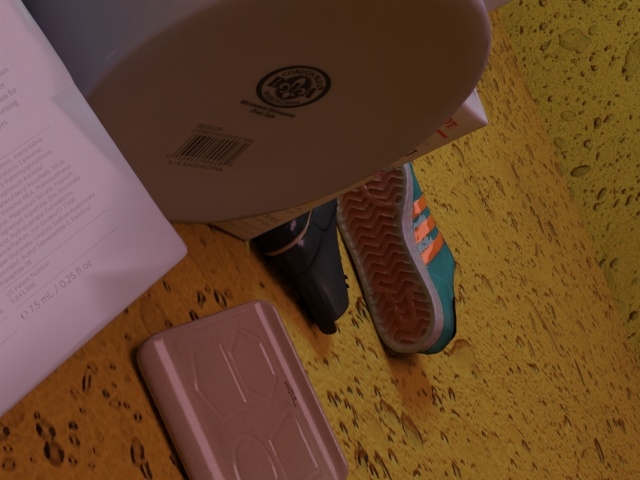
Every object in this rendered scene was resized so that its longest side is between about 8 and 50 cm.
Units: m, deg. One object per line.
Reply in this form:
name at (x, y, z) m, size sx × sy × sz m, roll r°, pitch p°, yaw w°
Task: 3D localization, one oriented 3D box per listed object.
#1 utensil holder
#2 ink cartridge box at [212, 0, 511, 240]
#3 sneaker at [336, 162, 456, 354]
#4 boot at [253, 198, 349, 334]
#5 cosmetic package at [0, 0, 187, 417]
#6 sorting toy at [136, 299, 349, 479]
utensil holder at (-0.081, -0.251, 0.874) m, size 0.328 × 0.328 × 0.385 m, roll 24°, pitch 41°, yaw -58°
ink cartridge box at (0.014, -0.142, 1.097) m, size 0.207 × 0.354 × 0.119 m, roll 29°, pitch 40°, yaw -58°
sneaker at (0.097, -0.002, 1.480) m, size 0.121 × 0.108 × 0.302 m, roll 16°, pitch 59°, yaw -62°
boot at (0.000, 0.000, 1.312) m, size 0.137 × 0.077 × 0.198 m, roll 60°, pitch 35°, yaw -20°
cosmetic package at (-0.268, -0.004, 0.494) m, size 0.377 × 0.097 × 0.284 m, roll -44°, pitch 110°, yaw -42°
sorting toy at (-0.066, 0.156, 1.030) m, size 0.208 × 0.038 × 0.193 m, roll -17°, pitch 80°, yaw -63°
